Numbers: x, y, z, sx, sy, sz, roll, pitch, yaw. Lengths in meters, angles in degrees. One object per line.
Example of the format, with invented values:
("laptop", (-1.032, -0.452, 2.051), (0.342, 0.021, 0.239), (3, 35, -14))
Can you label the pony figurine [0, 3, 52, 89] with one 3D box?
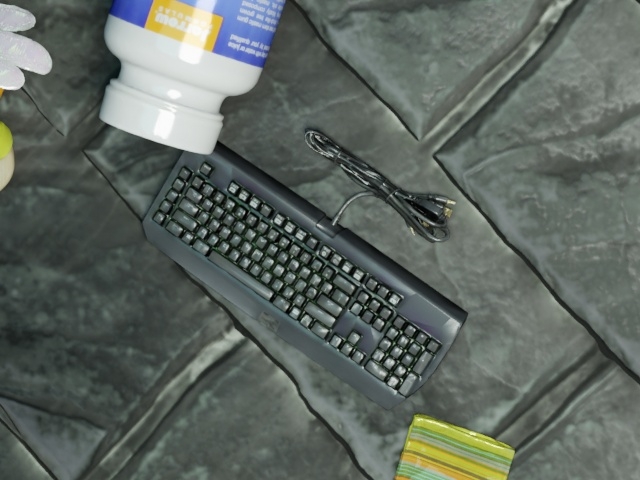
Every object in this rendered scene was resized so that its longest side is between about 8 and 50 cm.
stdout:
("pony figurine", (-0.377, -0.291, 1.655), (0.351, 0.303, 0.363), (2, 125, 27))

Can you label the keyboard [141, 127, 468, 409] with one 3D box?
("keyboard", (0.000, 0.000, 1.714), (0.317, 0.033, 0.201), (34, 100, 9))

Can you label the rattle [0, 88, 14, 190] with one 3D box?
("rattle", (-0.385, -0.088, 1.792), (0.200, 0.130, 0.143), (-53, 51, 43))

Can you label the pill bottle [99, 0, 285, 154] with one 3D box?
("pill bottle", (-0.110, -0.224, 1.665), (0.152, 0.152, 0.272), (20, 96, 12))

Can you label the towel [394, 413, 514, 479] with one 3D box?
("towel", (0.102, 0.289, 1.709), (0.102, 0.021, 0.237), (18, 97, 13))
